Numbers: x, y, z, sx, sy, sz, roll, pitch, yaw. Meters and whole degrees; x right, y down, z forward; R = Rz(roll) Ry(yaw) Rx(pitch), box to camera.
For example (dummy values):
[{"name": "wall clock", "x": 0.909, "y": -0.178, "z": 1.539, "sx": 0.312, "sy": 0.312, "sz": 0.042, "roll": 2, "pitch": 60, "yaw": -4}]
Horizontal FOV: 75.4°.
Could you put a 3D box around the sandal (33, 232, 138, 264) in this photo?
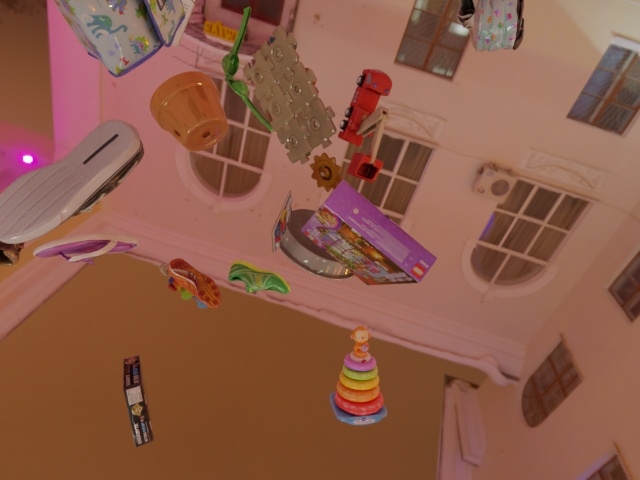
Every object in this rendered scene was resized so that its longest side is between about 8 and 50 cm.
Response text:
[{"name": "sandal", "x": -0.891, "y": 0.041, "z": 1.638, "sx": 0.416, "sy": 0.169, "sz": 0.102, "roll": -9, "pitch": -106, "yaw": -61}]

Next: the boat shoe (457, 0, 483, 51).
[{"name": "boat shoe", "x": 0.435, "y": -0.652, "z": 1.180, "sx": 0.088, "sy": 0.268, "sz": 0.096, "roll": -32, "pitch": -126, "yaw": 0}]

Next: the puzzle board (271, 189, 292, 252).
[{"name": "puzzle board", "x": -0.078, "y": -0.035, "z": 0.858, "sx": 0.011, "sy": 0.128, "sz": 0.097, "roll": 21, "pitch": -111, "yaw": 2}]

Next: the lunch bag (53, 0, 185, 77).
[{"name": "lunch bag", "x": -0.254, "y": -0.315, "z": 0.541, "sx": 0.096, "sy": 0.129, "sz": 0.151, "roll": 40, "pitch": -108, "yaw": 15}]

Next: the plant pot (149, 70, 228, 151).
[{"name": "plant pot", "x": -0.514, "y": -0.507, "z": 1.694, "sx": 0.290, "sy": 0.291, "sz": 0.204, "roll": -22, "pitch": -107, "yaw": -46}]

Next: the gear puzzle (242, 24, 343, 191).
[{"name": "gear puzzle", "x": -0.035, "y": -0.263, "z": 0.882, "sx": 0.044, "sy": 0.175, "sz": 0.339, "roll": -31, "pitch": -85, "yaw": -42}]

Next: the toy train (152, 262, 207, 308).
[{"name": "toy train", "x": -0.548, "y": 0.179, "z": 1.636, "sx": 0.248, "sy": 0.105, "sz": 0.143, "roll": 36, "pitch": -174, "yaw": -43}]

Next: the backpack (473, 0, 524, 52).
[{"name": "backpack", "x": 0.433, "y": -0.540, "z": 1.006, "sx": 0.115, "sy": 0.152, "sz": 0.182, "roll": -2, "pitch": -120, "yaw": 23}]

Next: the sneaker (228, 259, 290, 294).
[{"name": "sneaker", "x": -0.269, "y": 0.186, "z": 1.816, "sx": 0.295, "sy": 0.109, "sz": 0.124, "roll": 18, "pitch": -116, "yaw": 12}]

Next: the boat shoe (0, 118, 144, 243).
[{"name": "boat shoe", "x": -0.496, "y": -0.105, "z": 0.850, "sx": 0.335, "sy": 0.119, "sz": 0.121, "roll": -39, "pitch": -100, "yaw": -10}]

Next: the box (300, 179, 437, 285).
[{"name": "box", "x": 0.071, "y": 0.003, "z": 0.795, "sx": 0.201, "sy": 0.057, "sz": 0.293, "roll": 40, "pitch": 168, "yaw": -3}]

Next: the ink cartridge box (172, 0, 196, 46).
[{"name": "ink cartridge box", "x": -0.389, "y": -0.700, "z": 1.070, "sx": 0.128, "sy": 0.308, "sz": 0.223, "roll": 14, "pitch": -152, "yaw": -40}]

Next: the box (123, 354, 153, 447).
[{"name": "box", "x": -0.533, "y": 0.457, "z": 1.206, "sx": 0.051, "sy": 0.175, "sz": 0.220, "roll": -11, "pitch": -168, "yaw": -24}]

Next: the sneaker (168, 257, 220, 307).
[{"name": "sneaker", "x": -0.338, "y": 0.117, "z": 1.123, "sx": 0.175, "sy": 0.067, "sz": 0.064, "roll": 43, "pitch": -124, "yaw": 5}]

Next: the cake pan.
[{"name": "cake pan", "x": 0.000, "y": 0.000, "z": 1.267, "sx": 0.293, "sy": 0.054, "sz": 0.293, "roll": 21, "pitch": -149, "yaw": -13}]

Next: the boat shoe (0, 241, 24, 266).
[{"name": "boat shoe", "x": -0.747, "y": 0.011, "z": 0.948, "sx": 0.123, "sy": 0.123, "sz": 0.342, "roll": 50, "pitch": -147, "yaw": -18}]

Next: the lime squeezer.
[{"name": "lime squeezer", "x": -0.199, "y": -0.433, "z": 1.095, "sx": 0.109, "sy": 0.311, "sz": 0.059, "roll": -10, "pitch": -173, "yaw": 4}]

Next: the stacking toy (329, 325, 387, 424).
[{"name": "stacking toy", "x": 0.130, "y": 0.425, "z": 1.359, "sx": 0.175, "sy": 0.302, "sz": 0.166, "roll": 0, "pitch": -169, "yaw": -11}]

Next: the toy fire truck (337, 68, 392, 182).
[{"name": "toy fire truck", "x": 0.088, "y": -0.215, "z": 0.758, "sx": 0.047, "sy": 0.192, "sz": 0.135, "roll": 15, "pitch": -164, "yaw": -27}]
